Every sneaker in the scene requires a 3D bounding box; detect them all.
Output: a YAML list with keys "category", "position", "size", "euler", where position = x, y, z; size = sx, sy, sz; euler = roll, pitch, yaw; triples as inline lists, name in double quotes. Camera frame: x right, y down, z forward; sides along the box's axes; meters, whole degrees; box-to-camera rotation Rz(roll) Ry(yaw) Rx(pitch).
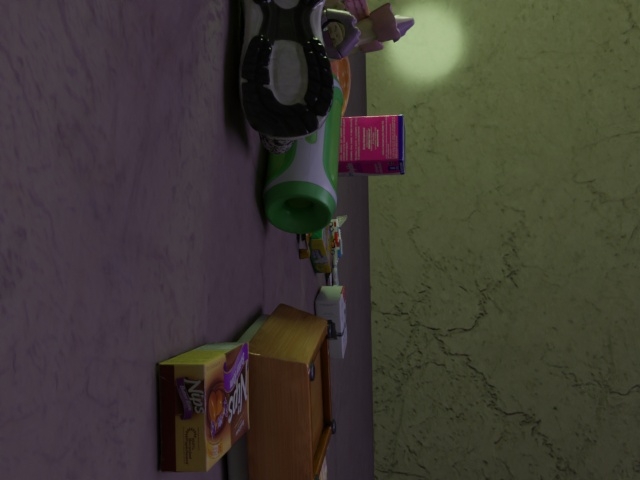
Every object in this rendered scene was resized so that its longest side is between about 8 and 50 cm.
- category: "sneaker"
  position: [-0.065, -0.312, 1.164]
  size: [0.182, 0.158, 0.410]
  euler: [124, -28, -69]

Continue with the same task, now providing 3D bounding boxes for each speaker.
- category: "speaker"
  position: [-0.027, -0.161, 1.322]
  size: [0.131, 0.131, 0.296]
  euler: [78, 13, -54]

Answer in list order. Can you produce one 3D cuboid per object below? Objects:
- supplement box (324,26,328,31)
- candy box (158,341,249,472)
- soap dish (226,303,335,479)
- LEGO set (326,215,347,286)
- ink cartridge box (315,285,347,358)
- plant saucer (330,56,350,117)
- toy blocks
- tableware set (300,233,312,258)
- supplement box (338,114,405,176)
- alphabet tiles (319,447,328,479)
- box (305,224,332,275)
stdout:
- category: "supplement box"
  position: [-0.017, -0.497, 1.616]
  size: [0.233, 0.080, 0.078]
  euler: [77, 12, -48]
- category: "candy box"
  position: [-0.122, 0.175, 0.847]
  size: [0.187, 0.053, 0.109]
  euler: [7, 82, -81]
- category: "soap dish"
  position: [-0.050, 0.231, 1.115]
  size: [0.291, 0.118, 0.228]
  euler: [-49, 137, -80]
- category: "LEGO set"
  position: [0.050, 0.057, 2.090]
  size: [0.182, 0.060, 0.244]
  euler: [-88, 172, -47]
- category: "ink cartridge box"
  position: [0.028, 0.198, 1.870]
  size: [0.109, 0.063, 0.150]
  euler: [-66, 154, -72]
- category: "plant saucer"
  position: [0.015, -0.360, 1.798]
  size: [0.200, 0.037, 0.199]
  euler: [9, 90, -66]
- category: "toy blocks"
  position: [0.070, -0.477, 1.356]
  size: [0.309, 0.260, 0.288]
  euler: [-53, 125, -76]
- category: "tableware set"
  position: [-0.032, -0.034, 1.645]
  size: [0.104, 0.024, 0.154]
  euler: [81, 10, -61]
- category: "supplement box"
  position: [0.079, -0.212, 1.747]
  size: [0.111, 0.220, 0.113]
  euler: [53, 38, -76]
- category: "alphabet tiles"
  position: [-0.018, 0.362, 1.581]
  size: [0.278, 0.021, 0.284]
  euler: [24, 58, -81]
- category: "box"
  position: [0.000, 0.000, 1.788]
  size: [0.179, 0.043, 0.105]
  euler: [72, 18, -57]
